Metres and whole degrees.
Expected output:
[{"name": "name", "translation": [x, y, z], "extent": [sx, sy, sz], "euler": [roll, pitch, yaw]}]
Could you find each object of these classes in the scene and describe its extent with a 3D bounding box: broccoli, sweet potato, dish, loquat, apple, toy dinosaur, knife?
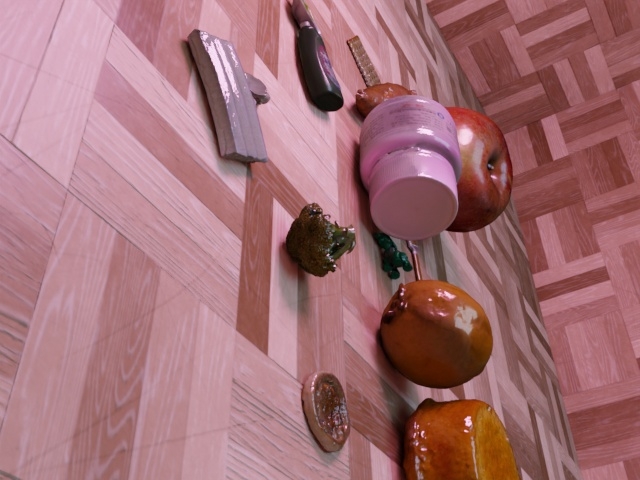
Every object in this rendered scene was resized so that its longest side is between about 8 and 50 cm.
[{"name": "broccoli", "translation": [0.000, 0.000, 1.330], "extent": [0.130, 0.120, 0.131], "euler": [-127, -153, -74]}, {"name": "sweet potato", "translation": [0.180, -0.366, 2.064], "extent": [0.337, 0.131, 0.131], "euler": [-10, 80, -68]}, {"name": "dish", "translation": [-0.038, -0.526, 1.822], "extent": [0.137, 0.039, 0.091], "euler": [58, 12, -35]}, {"name": "loquat", "translation": [0.235, 0.192, 1.568], "extent": [0.238, 0.238, 0.193], "euler": [56, 46, -28]}, {"name": "apple", "translation": [0.370, -0.195, 2.121], "extent": [0.348, 0.277, 0.348], "euler": [5, 84, -54]}, {"name": "toy dinosaur", "translation": [0.176, 0.035, 1.795], "extent": [0.132, 0.059, 0.096], "euler": [35, 33, -41]}, {"name": "knife", "translation": [0.245, 0.015, 2.011], "extent": [0.046, 0.022, 0.256], "euler": [37, 38, -46]}]

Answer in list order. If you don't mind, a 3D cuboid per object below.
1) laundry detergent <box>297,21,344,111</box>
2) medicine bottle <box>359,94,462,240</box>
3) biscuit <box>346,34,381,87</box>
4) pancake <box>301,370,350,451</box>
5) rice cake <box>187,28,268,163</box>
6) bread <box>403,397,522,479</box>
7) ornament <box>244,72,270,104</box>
[{"name": "laundry detergent", "translation": [-0.006, -0.406, 1.764], "extent": [0.137, 0.063, 0.210], "euler": [23, 47, -64]}, {"name": "medicine bottle", "translation": [0.213, -0.172, 1.812], "extent": [0.241, 0.241, 0.302], "euler": [51, 28, -37]}, {"name": "biscuit", "translation": [0.136, -0.502, 2.237], "extent": [0.203, 0.016, 0.144], "euler": [63, 22, -10]}, {"name": "pancake", "translation": [0.014, 0.276, 1.239], "extent": [0.139, 0.022, 0.139], "euler": [48, 31, -41]}, {"name": "rice cake", "translation": [-0.154, -0.242, 1.295], "extent": [0.127, 0.043, 0.237], "euler": [1, 70, -68]}, {"name": "bread", "translation": [0.275, 0.447, 1.489], "extent": [0.312, 0.172, 0.312], "euler": [46, 34, -44]}, {"name": "ornament", "translation": [-0.124, -0.277, 1.400], "extent": [0.092, 0.041, 0.068], "euler": [33, 17, -38]}]
